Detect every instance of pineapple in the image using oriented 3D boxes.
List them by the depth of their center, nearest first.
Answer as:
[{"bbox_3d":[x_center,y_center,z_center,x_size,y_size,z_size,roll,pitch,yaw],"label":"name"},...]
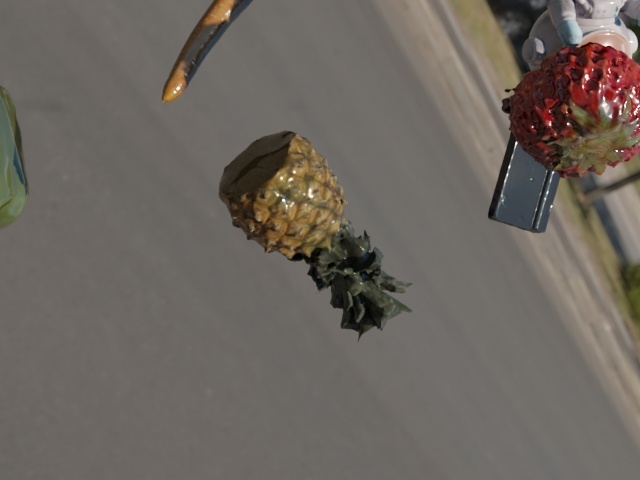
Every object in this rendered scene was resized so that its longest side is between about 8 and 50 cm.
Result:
[{"bbox_3d":[0.000,0.001,1.532,0.248,0.128,0.128,50,19,-26],"label":"pineapple"}]

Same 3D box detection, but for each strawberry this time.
[{"bbox_3d":[0.250,-0.119,1.350,0.145,0.145,0.086,47,24,-49],"label":"strawberry"}]

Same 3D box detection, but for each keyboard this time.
[{"bbox_3d":[0.253,-0.162,1.515,0.101,0.018,0.309,14,92,-44],"label":"keyboard"}]

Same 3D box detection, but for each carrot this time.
[{"bbox_3d":[-0.129,-0.227,1.583,0.037,0.190,0.037,29,-19,11],"label":"carrot"}]

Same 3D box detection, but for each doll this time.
[{"bbox_3d":[0.264,-0.268,1.392,0.151,0.151,0.287,-87,180,-62],"label":"doll"}]

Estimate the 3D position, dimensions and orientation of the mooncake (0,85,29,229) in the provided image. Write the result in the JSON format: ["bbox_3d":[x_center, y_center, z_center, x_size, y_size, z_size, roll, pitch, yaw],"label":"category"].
[{"bbox_3d":[-0.524,-0.072,1.664,0.356,0.356,0.194,1,80,-74],"label":"mooncake"}]
